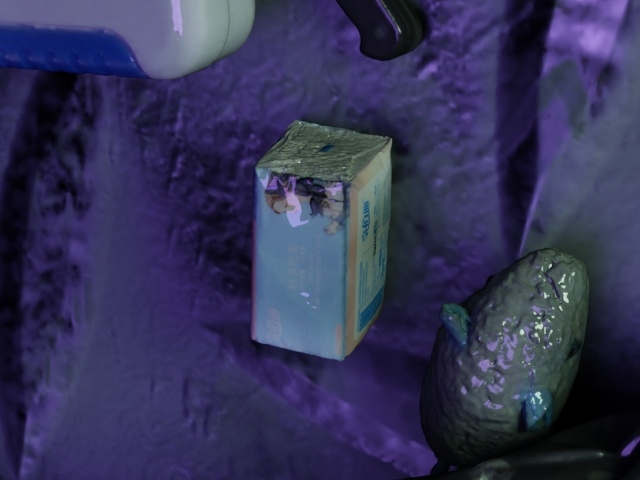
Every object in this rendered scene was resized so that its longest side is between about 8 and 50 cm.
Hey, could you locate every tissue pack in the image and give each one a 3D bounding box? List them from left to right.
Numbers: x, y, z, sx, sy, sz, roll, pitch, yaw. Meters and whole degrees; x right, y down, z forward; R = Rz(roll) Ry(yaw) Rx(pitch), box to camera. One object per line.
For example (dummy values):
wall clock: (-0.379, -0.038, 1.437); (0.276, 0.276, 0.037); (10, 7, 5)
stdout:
tissue pack: (0.000, 0.000, 0.843); (0.058, 0.074, 0.094); (9, 114, 16)

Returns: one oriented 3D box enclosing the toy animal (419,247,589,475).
toy animal: (0.069, 0.107, 0.849); (0.070, 0.079, 0.253); (28, 122, 19)

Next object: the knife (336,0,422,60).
knife: (-0.042, -0.178, 0.822); (0.072, 0.019, 0.245); (-34, 91, 38)

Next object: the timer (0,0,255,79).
timer: (-0.115, -0.204, 0.800); (0.178, 0.078, 0.253); (9, 114, 34)

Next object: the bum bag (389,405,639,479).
bum bag: (0.124, 0.126, 0.759); (0.340, 0.095, 0.144); (-19, 124, 9)
